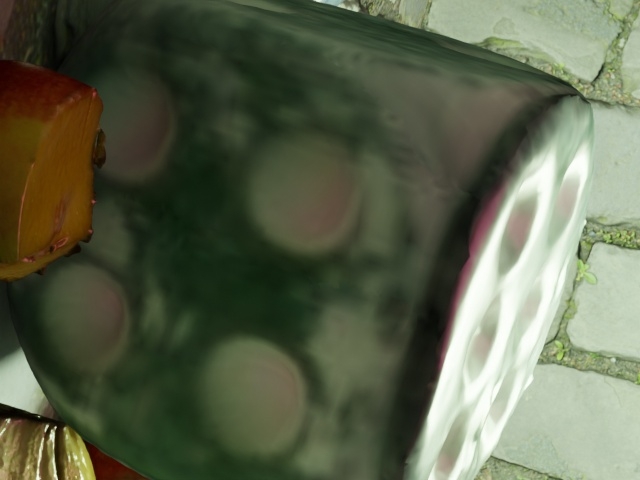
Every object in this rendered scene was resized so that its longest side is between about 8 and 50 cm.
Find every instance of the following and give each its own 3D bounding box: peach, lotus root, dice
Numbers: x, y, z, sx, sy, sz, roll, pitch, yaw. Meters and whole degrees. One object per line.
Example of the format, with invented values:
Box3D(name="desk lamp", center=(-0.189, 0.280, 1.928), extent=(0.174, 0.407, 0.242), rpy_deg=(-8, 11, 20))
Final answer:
Box3D(name="peach", center=(-0.183, -0.038, 0.688), extent=(0.151, 0.118, 0.151), rpy_deg=(-35, 177, -2))
Box3D(name="lotus root", center=(-0.234, 0.182, 0.901), extent=(0.159, 0.095, 0.135), rpy_deg=(5, 93, -41))
Box3D(name="dice", center=(0.000, 0.000, 0.932), extent=(0.330, 0.348, 0.328), rpy_deg=(-12, 120, -59))

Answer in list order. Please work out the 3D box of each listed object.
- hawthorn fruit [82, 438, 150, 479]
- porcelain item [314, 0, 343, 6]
Box3D(name="hawthorn fruit", center=(-0.123, 0.240, 1.189), extent=(0.262, 0.258, 0.258), rpy_deg=(68, 37, -57))
Box3D(name="porcelain item", center=(-0.037, -0.248, 1.175), extent=(0.259, 0.141, 0.141), rpy_deg=(-61, 167, -22))
